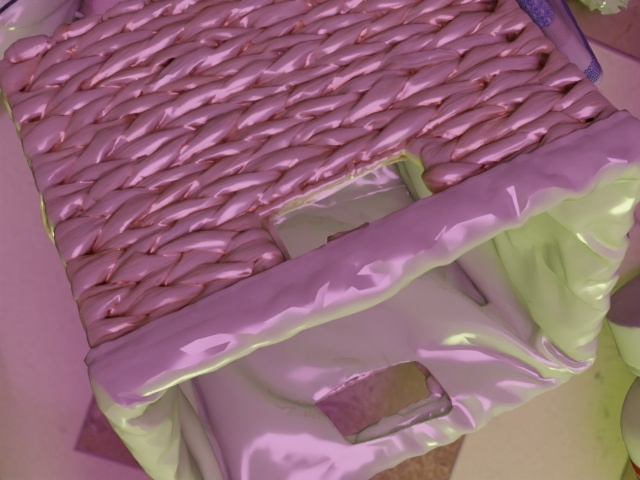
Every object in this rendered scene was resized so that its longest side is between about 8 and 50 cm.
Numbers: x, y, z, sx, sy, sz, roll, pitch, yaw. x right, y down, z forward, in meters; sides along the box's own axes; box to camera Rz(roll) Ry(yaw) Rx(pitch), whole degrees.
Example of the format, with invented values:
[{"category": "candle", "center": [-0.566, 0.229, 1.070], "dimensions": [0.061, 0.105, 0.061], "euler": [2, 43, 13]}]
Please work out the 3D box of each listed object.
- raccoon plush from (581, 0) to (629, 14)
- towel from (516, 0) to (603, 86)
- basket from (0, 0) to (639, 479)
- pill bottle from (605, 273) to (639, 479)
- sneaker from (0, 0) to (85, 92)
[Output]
[{"category": "raccoon plush", "center": [0.118, -0.361, 0.735], "dimensions": [0.299, 0.216, 0.446], "euler": [6, 127, 9]}, {"category": "towel", "center": [0.108, -0.249, 0.751], "dimensions": [0.034, 0.209, 0.285], "euler": [-35, 128, 22]}, {"category": "basket", "center": [0.000, 0.000, 0.696], "dimensions": [0.328, 0.331, 0.266], "euler": [-25, 60, -8]}, {"category": "pill bottle", "center": [0.403, 0.213, 0.868], "dimensions": [0.229, 0.229, 0.408], "euler": [-26, 99, -7]}, {"category": "sneaker", "center": [-0.231, -0.178, 0.797], "dimensions": [0.258, 0.094, 0.091], "euler": [-40, 119, 0]}]
